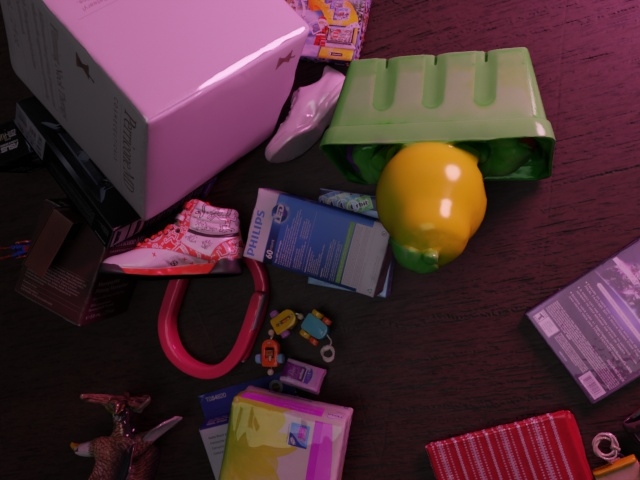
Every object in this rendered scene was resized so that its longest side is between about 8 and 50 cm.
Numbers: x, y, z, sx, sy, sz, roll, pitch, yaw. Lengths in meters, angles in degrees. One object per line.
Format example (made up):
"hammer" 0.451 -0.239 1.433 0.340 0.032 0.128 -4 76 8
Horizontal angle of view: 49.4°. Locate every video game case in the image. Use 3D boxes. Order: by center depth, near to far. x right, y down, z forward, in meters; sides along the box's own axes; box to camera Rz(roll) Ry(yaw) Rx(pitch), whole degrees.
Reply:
"video game case" 0.525 0.128 1.195 0.274 0.026 0.196 -37 84 15

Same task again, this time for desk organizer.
"desk organizer" -0.498 0.003 1.303 0.050 0.047 0.130 36 103 9

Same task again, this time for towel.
"towel" 0.352 0.430 1.268 0.274 0.031 0.199 -20 91 19

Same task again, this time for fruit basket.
"fruit basket" 0.192 -0.113 1.138 0.391 0.283 0.392 -3 78 16

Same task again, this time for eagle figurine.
"eagle figurine" -0.427 0.462 1.414 0.225 0.226 0.299 -9 72 52

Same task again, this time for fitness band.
"fitness band" -0.216 0.136 1.407 0.208 0.054 0.291 24 100 16

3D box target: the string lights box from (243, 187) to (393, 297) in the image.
"string lights box" 0.000 0.000 1.271 0.259 0.076 0.134 17 99 17

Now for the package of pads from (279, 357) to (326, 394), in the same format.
"package of pads" -0.034 0.266 1.361 0.083 0.032 0.050 15 66 15

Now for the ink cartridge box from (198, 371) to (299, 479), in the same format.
"ink cartridge box" -0.129 0.398 1.401 0.223 0.045 0.224 -19 89 17

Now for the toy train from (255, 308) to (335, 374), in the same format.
"toy train" -0.045 0.194 1.353 0.166 0.046 0.125 -8 80 20

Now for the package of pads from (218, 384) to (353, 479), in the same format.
"package of pads" -0.077 0.440 1.312 0.229 0.101 0.297 10 97 12

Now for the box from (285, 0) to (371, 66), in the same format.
"box" -0.028 -0.417 1.297 0.233 0.044 0.159 11 89 16

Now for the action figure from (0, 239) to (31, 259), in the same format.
"action figure" -0.660 0.020 1.540 0.115 0.030 0.038 -10 86 15

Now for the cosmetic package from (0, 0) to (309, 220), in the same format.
"cosmetic package" -0.289 -0.325 1.183 0.327 0.329 0.394 -38 80 -27

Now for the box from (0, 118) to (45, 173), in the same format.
"box" -0.597 -0.201 1.441 0.180 0.147 0.078 -16 90 16

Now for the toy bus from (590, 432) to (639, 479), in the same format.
"toy bus" 0.525 0.427 1.176 0.190 0.104 0.202 18 100 13

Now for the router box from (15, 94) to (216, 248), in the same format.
"router box" -0.390 -0.170 1.335 0.309 0.243 0.081 52 144 7

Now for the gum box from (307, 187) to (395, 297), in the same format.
"gum box" 0.065 0.003 1.313 0.156 0.041 0.185 10 96 16

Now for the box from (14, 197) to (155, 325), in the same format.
"box" -0.474 0.038 1.411 0.167 0.168 0.203 26 102 13

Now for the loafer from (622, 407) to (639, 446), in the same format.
"loafer" 0.622 0.234 1.135 0.095 0.109 0.303 38 106 15

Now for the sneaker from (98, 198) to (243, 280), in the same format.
"sneaker" -0.282 -0.001 1.328 0.269 0.090 0.145 -2 80 -4

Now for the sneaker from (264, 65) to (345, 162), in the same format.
"sneaker" -0.034 -0.239 1.315 0.212 0.080 0.094 -42 70 7
